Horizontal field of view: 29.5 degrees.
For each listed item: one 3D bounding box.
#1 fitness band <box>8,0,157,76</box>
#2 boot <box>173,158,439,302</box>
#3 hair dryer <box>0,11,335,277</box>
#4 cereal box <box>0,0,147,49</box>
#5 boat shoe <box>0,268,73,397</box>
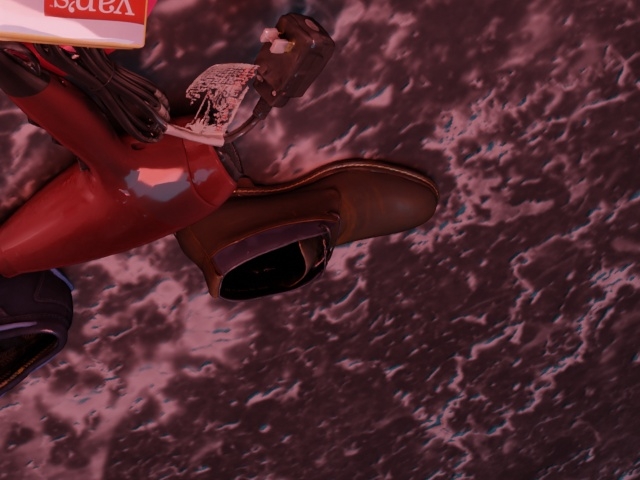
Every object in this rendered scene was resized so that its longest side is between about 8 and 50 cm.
[{"bbox_3d":[-0.205,-0.224,0.709,0.209,0.054,0.291,-20,130,-1],"label":"fitness band"},{"bbox_3d":[0.000,0.000,0.918,0.219,0.106,0.082,-6,128,-16],"label":"boot"},{"bbox_3d":[-0.148,-0.074,0.807,0.223,0.080,0.293,10,135,-30],"label":"hair dryer"},{"bbox_3d":[-0.168,-0.223,0.614,0.173,0.047,0.240,4,97,-18],"label":"cereal box"},{"bbox_3d":[-0.299,0.104,0.899,0.258,0.089,0.109,-38,129,11],"label":"boat shoe"}]
